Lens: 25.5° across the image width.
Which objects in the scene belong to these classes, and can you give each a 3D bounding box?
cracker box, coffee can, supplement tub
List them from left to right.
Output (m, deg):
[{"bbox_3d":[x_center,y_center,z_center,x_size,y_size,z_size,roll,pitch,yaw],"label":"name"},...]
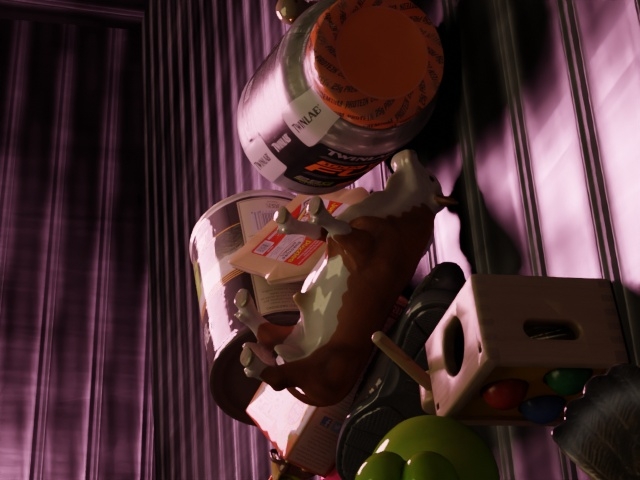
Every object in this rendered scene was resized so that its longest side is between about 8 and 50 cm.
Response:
[{"bbox_3d":[-0.068,0.091,1.954,0.275,0.201,0.201,-104,23,-49],"label":"coffee can"},{"bbox_3d":[0.014,0.148,1.706,0.232,0.067,0.156,-60,25,4],"label":"cracker box"},{"bbox_3d":[0.023,-0.174,1.686,0.316,0.193,0.194,146,125,-72],"label":"supplement tub"}]

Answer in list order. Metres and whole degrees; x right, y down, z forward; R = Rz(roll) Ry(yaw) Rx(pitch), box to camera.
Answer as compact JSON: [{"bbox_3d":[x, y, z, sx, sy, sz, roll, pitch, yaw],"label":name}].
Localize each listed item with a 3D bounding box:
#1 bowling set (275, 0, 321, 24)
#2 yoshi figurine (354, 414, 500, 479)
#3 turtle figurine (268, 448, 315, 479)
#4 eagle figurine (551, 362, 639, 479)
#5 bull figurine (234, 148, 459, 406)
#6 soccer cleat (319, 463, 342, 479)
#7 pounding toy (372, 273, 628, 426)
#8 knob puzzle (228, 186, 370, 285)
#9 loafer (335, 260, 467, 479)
[{"bbox_3d":[0.013,-0.399,1.827,0.287,0.154,0.200,-113,31,-60],"label":"bowling set"},{"bbox_3d":[0.110,0.297,1.212,0.203,0.203,0.362,-131,26,-55],"label":"yoshi figurine"},{"bbox_3d":[-0.016,0.276,1.850,0.217,0.087,0.269,-59,-11,26],"label":"turtle figurine"},{"bbox_3d":[0.211,0.220,0.832,0.226,0.225,0.298,-36,3,20],"label":"eagle figurine"},{"bbox_3d":[0.025,0.038,1.552,0.101,0.188,0.310,29,99,56],"label":"bull figurine"},{"bbox_3d":[0.052,0.381,1.642,0.143,0.116,0.331,57,-160,-27],"label":"soccer cleat"},{"bbox_3d":[0.138,0.121,1.236,0.206,0.181,0.094,115,153,-54],"label":"pounding toy"},{"bbox_3d":[0.000,0.000,1.842,0.030,0.213,0.213,62,-179,-31],"label":"knob puzzle"},{"bbox_3d":[0.101,0.154,1.562,0.095,0.109,0.302,-76,7,-53],"label":"loafer"}]
